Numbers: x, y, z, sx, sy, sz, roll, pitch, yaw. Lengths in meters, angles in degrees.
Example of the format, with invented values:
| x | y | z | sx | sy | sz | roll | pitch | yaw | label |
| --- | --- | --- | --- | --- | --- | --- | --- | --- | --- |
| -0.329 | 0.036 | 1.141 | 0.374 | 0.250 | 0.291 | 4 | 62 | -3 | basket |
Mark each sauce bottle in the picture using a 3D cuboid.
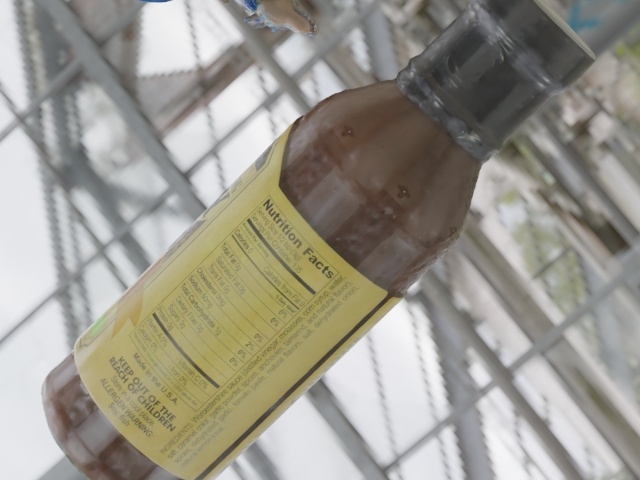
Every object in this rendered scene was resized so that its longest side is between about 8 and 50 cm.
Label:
| x | y | z | sx | sy | sz | roll | pitch | yaw | label |
| --- | --- | --- | --- | --- | --- | --- | --- | --- | --- |
| 0.000 | 0.000 | 0.922 | 0.111 | 0.344 | 0.111 | 44 | -168 | -12 | sauce bottle |

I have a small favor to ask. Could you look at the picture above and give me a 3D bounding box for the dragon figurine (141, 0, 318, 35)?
| x | y | z | sx | sy | sz | roll | pitch | yaw | label |
| --- | --- | --- | --- | --- | --- | --- | --- | --- | --- |
| -0.114 | -0.206 | 1.151 | 0.289 | 0.085 | 0.144 | 16 | 178 | -6 | dragon figurine |
